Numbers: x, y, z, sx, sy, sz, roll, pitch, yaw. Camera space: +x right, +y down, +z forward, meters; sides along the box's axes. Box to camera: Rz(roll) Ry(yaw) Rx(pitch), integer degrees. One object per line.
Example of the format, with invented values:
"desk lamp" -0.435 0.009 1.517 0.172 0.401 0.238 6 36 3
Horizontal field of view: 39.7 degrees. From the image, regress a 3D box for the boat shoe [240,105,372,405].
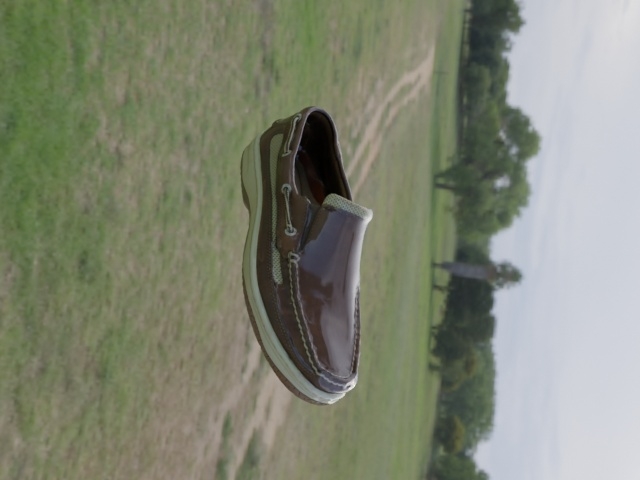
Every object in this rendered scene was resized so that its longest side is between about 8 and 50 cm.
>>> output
"boat shoe" -0.006 -0.002 0.704 0.095 0.095 0.257 17 47 -41
